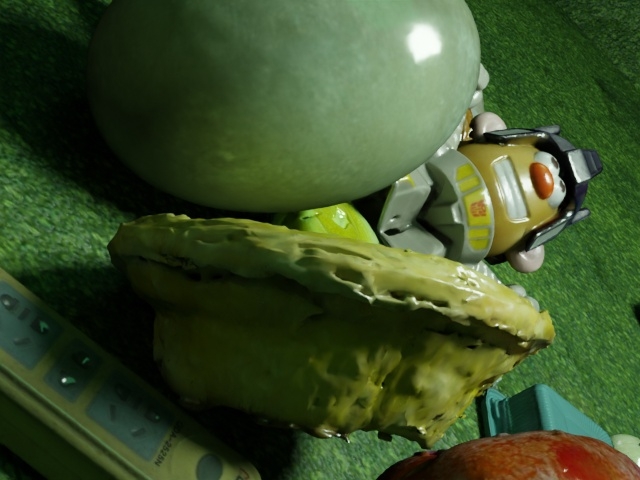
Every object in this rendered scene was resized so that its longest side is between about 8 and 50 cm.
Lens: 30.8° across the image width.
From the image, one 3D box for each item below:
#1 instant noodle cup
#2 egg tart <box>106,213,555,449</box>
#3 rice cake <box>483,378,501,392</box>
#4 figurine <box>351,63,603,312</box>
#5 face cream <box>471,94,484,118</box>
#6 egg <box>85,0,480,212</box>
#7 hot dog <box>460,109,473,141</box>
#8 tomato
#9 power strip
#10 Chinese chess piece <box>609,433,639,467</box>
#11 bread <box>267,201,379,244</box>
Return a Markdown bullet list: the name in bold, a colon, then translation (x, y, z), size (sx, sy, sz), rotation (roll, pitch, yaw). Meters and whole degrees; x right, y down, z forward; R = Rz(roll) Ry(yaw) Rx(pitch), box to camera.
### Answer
- **instant noodle cup**: translation (0.241, 0.225, 1.161), size (0.157, 0.070, 0.179), rotation (36, 25, -19)
- **egg tart**: translation (-0.001, 0.074, 0.863), size (0.345, 0.133, 0.345), rotation (11, -6, 1)
- **rice cake**: translation (0.151, 0.110, 1.252), size (0.021, 0.022, 0.121), rotation (-5, 53, -54)
- **figurine**: translation (0.166, -0.044, 1.250), size (0.308, 0.309, 0.143), rotation (21, 1, -40)
- **face cream**: translation (0.193, -0.159, 1.675), size (0.137, 0.084, 0.341), rotation (31, 36, -21)
- **egg**: translation (-0.034, -0.151, 1.038), size (0.258, 0.352, 0.259), rotation (-6, 90, -82)
- **hot dog**: translation (0.068, -0.157, 1.394), size (0.196, 0.122, 0.272), rotation (-18, 59, -12)
- **tomato**: translation (0.142, 0.236, 0.835), size (0.232, 0.232, 0.189), rotation (11, 66, -49)
- **power strip**: translation (-0.172, 0.097, 0.752), size (0.387, 0.066, 0.092), rotation (40, 28, -9)
- **Chinese chess piece**: translation (0.322, 0.247, 1.231), size (0.034, 0.084, 0.084), rotation (0, 33, 1)
- **bread**: translation (0.000, 0.000, 1.142), size (0.130, 0.071, 0.139), rotation (2, 49, -51)
